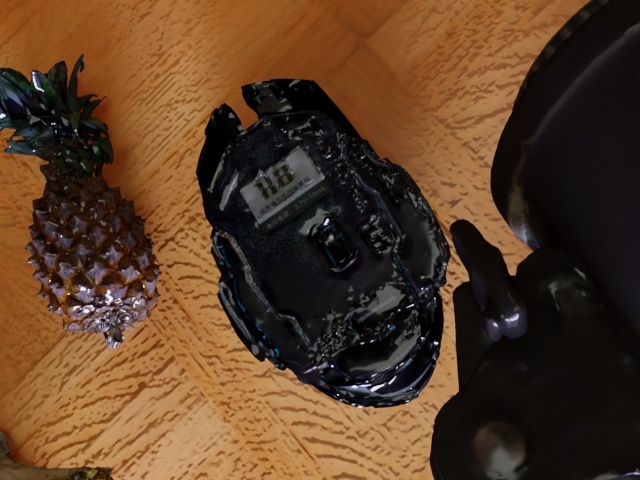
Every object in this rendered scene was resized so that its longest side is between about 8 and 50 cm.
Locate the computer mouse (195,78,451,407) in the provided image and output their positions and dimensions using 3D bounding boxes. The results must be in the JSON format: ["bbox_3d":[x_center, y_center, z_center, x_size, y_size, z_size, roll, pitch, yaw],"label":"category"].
[{"bbox_3d":[0.000,0.000,0.562,0.146,0.077,0.241,-33,72,10],"label":"computer mouse"}]

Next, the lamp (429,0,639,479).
[{"bbox_3d":[0.224,-0.012,0.410,0.374,0.205,0.272,-12,59,10],"label":"lamp"}]

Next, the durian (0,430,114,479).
[{"bbox_3d":[-0.286,0.194,0.602,0.306,0.166,0.172,0,113,22],"label":"durian"}]

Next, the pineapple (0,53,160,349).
[{"bbox_3d":[-0.180,-0.024,0.615,0.103,0.083,0.221,-26,74,11],"label":"pineapple"}]
